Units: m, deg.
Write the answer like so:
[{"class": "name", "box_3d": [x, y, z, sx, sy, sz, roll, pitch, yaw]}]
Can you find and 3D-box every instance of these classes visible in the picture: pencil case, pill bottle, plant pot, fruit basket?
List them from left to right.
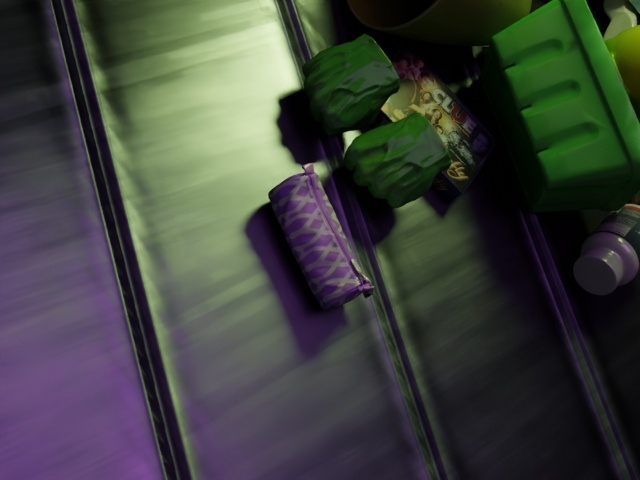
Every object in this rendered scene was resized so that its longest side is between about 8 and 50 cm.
[{"class": "pencil case", "box_3d": [0.000, 0.000, 1.216, 0.086, 0.088, 0.206, -22, 80, -39]}, {"class": "plant pot", "box_3d": [0.240, -0.460, 1.493, 0.293, 0.274, 0.275, 12, 61, -44]}, {"class": "fruit basket", "box_3d": [0.505, -0.256, 1.473, 0.391, 0.283, 0.392, -1, 76, 3]}, {"class": "pill bottle", "box_3d": [0.534, 0.020, 1.523, 0.180, 0.108, 0.108, -38, 90, -37]}]

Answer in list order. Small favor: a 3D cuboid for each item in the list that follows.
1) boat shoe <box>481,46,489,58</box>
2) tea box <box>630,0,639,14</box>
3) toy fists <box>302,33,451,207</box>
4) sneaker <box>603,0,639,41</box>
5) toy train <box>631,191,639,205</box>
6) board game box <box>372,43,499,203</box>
[{"class": "boat shoe", "box_3d": [0.357, -0.378, 1.644, 0.142, 0.049, 0.040, -38, 124, -39]}, {"class": "tea box", "box_3d": [0.811, -0.640, 1.895, 0.323, 0.220, 0.329, 50, 39, -1]}, {"class": "toy fists", "box_3d": [0.076, -0.181, 1.328, 0.142, 0.096, 0.279, -32, 88, -15]}, {"class": "sneaker", "box_3d": [0.681, -0.461, 1.863, 0.094, 0.080, 0.212, 32, 53, -28]}, {"class": "toy train", "box_3d": [0.649, -0.115, 1.683, 0.166, 0.046, 0.125, -9, 83, -56]}, {"class": "board game box", "box_3d": [0.184, -0.204, 1.452, 0.243, 0.042, 0.165, 45, 52, -6]}]
